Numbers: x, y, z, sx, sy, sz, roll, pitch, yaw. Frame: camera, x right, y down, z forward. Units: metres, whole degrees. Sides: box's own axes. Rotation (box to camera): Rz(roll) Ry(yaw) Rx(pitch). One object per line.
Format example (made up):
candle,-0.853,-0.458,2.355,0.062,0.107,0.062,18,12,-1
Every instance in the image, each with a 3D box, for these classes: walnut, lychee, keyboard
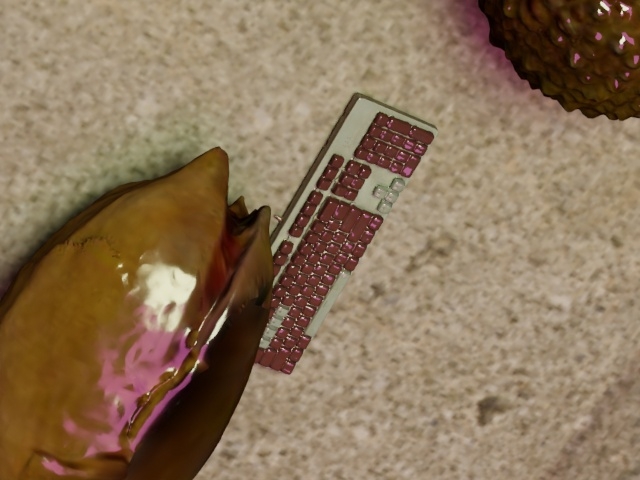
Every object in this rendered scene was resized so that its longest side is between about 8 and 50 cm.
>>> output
walnut,-0.103,0.061,0.930,0.137,0.137,0.245,22,112,-22
lychee,0.142,-0.142,0.857,0.171,0.171,0.171,-5,120,-9
keyboard,0.000,0.000,0.980,0.055,0.017,0.166,22,112,-22
